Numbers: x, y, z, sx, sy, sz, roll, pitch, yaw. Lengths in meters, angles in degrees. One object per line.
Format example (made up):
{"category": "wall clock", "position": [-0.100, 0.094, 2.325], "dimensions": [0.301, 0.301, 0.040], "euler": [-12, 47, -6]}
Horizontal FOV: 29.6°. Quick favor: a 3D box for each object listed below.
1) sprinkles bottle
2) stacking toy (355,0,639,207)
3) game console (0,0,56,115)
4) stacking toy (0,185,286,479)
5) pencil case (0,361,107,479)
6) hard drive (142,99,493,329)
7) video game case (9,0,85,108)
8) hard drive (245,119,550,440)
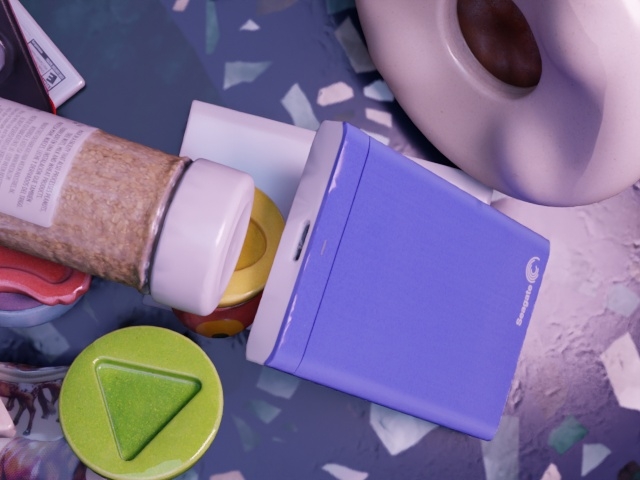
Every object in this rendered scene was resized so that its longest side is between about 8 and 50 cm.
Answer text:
{"category": "sprinkles bottle", "position": [-0.236, -0.048, 0.972], "dimensions": [0.355, 0.121, 0.121], "euler": [18, 87, 4]}
{"category": "stacking toy", "position": [0.298, -0.285, 1.148], "dimensions": [0.480, 0.350, 0.350], "euler": [-36, 94, -26]}
{"category": "game console", "position": [-0.452, -0.154, 1.027], "dimensions": [0.386, 0.060, 0.342], "euler": [-20, 123, -4]}
{"category": "stacking toy", "position": [-0.197, 0.079, 1.054], "dimensions": [0.309, 0.130, 0.279], "euler": [9, 64, 0]}
{"category": "pencil case", "position": [-0.363, 0.168, 1.074], "dimensions": [0.410, 0.160, 0.183], "euler": [6, 112, -7]}
{"category": "hard drive", "position": [0.000, 0.000, 1.187], "dimensions": [0.307, 0.040, 0.203], "euler": [14, 87, -7]}
{"category": "video game case", "position": [-0.352, -0.170, 1.154], "dimensions": [0.173, 0.022, 0.190], "euler": [-40, 95, -7]}
{"category": "hard drive", "position": [0.084, 0.048, 1.097], "dimensions": [0.318, 0.040, 0.210], "euler": [25, 80, -44]}
